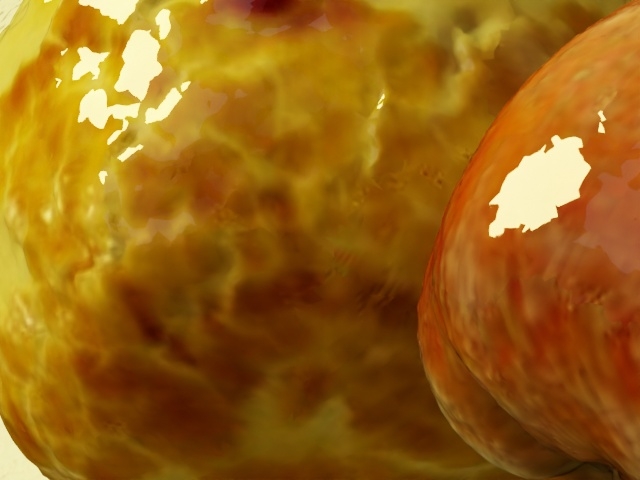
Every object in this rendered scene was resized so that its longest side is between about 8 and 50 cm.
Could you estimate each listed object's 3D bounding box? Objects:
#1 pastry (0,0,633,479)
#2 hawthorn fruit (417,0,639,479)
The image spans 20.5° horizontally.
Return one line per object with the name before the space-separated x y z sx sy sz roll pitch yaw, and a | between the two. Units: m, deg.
pastry | 0.000 0.000 0.875 0.388 0.388 0.313 -19 32 30
hawthorn fruit | 0.152 0.011 0.643 0.231 0.235 0.263 -39 37 52
